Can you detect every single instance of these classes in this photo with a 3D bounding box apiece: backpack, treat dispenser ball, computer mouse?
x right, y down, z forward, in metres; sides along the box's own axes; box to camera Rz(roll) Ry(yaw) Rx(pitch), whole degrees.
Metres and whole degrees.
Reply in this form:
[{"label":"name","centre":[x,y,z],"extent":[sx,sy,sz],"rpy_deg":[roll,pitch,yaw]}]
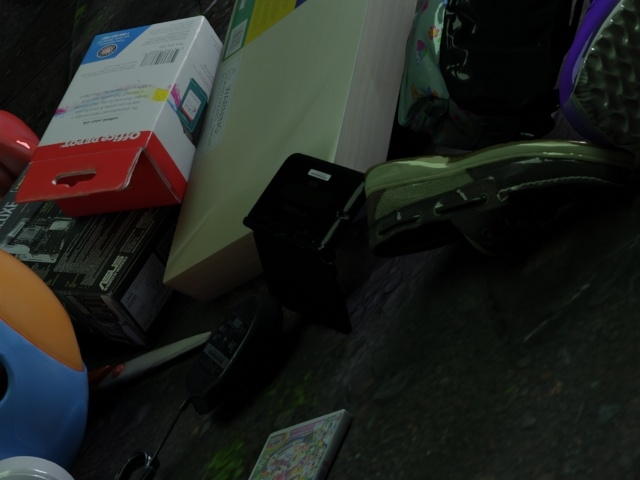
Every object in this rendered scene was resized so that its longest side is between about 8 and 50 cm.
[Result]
[{"label":"backpack","centre":[0.121,-0.135,1.371],"extent":[0.182,0.115,0.152],"rpy_deg":[115,174,-75]},{"label":"treat dispenser ball","centre":[-0.344,0.134,1.609],"extent":[0.288,0.288,0.288],"rpy_deg":[-40,22,19]},{"label":"computer mouse","centre":[-0.101,0.146,1.484],"extent":[0.242,0.041,0.071],"rpy_deg":[-54,22,0]}]

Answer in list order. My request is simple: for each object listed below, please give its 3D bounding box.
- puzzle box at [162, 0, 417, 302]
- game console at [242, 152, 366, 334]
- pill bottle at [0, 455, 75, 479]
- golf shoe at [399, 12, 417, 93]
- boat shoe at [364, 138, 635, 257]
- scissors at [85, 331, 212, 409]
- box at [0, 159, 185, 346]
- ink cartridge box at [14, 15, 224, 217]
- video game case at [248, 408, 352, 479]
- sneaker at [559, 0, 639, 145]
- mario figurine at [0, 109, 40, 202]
[{"label":"puzzle box","centre":[-0.011,-0.166,1.670],"extent":[0.272,0.052,0.409],"rpy_deg":[-29,41,51]},{"label":"game console","centre":[0.000,0.000,1.452],"extent":[0.107,0.071,0.122],"rpy_deg":[-56,33,-9]},{"label":"pill bottle","centre":[-0.232,0.259,1.403],"extent":[0.121,0.121,0.216],"rpy_deg":[-41,21,17]},{"label":"golf shoe","centre":[0.111,-0.186,1.624],"extent":[0.086,0.069,0.176],"rpy_deg":[-48,21,-24]},{"label":"boat shoe","centre":[0.122,-0.025,1.304],"extent":[0.223,0.080,0.073],"rpy_deg":[-6,76,42]},{"label":"scissors","centre":[-0.192,0.120,1.716],"extent":[0.297,0.021,0.109],"rpy_deg":[-35,22,32]},{"label":"box","centre":[-0.197,-0.043,1.841],"extent":[0.242,0.076,0.307],"rpy_deg":[2,50,40]},{"label":"ink cartridge box","centre":[-0.182,-0.101,1.761],"extent":[0.134,0.078,0.231],"rpy_deg":[-6,45,30]},{"label":"video game case","centre":[-0.029,0.177,1.311],"extent":[0.087,0.011,0.122],"rpy_deg":[-24,31,46]},{"label":"sneaker","centre":[0.235,-0.163,1.300],"extent":[0.293,0.102,0.146],"rpy_deg":[-51,18,-28]},{"label":"mario figurine","centre":[-0.392,0.003,1.944],"extent":[0.198,0.170,0.320],"rpy_deg":[122,169,-61]}]
